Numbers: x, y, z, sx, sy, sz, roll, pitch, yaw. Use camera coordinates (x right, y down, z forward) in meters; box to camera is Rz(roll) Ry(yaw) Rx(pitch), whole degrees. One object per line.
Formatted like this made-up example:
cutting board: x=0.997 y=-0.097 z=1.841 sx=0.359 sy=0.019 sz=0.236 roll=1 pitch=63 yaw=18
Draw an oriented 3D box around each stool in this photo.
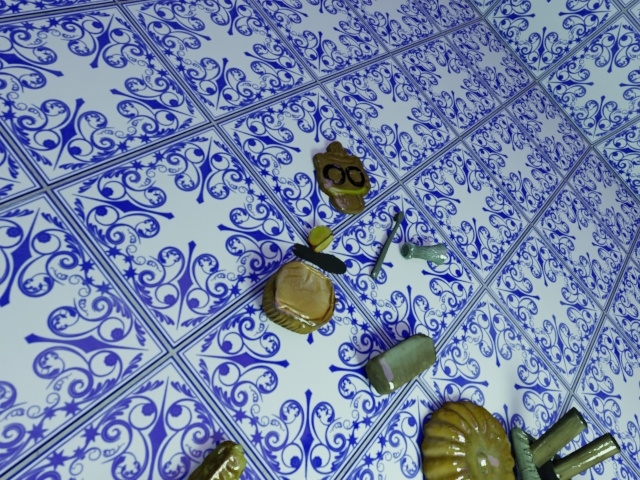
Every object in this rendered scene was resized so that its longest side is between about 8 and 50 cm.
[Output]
stool: x=0.730 y=0.674 z=1.131 sx=0.310 sy=0.226 sz=0.310 roll=37 pitch=31 yaw=-24

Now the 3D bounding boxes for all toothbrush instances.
toothbrush: x=0.226 y=0.011 z=1.369 sx=0.030 sy=0.031 sz=0.297 roll=46 pitch=54 yaw=-25

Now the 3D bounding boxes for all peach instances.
peach: x=0.000 y=0.000 z=1.238 sx=0.078 sy=0.050 sz=0.083 roll=3 pitch=51 yaw=1

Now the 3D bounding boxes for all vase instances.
vase: x=0.353 y=0.041 z=1.395 sx=0.149 sy=0.081 sz=0.080 roll=7 pitch=64 yaw=-22

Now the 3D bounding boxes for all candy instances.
candy: x=0.235 y=0.348 z=1.166 sx=0.234 sy=0.102 sz=0.104 roll=-18 pitch=76 yaw=-32

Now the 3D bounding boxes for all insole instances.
insole: x=-0.001 y=0.058 z=1.238 sx=0.189 sy=0.004 sz=0.064 roll=24 pitch=57 yaw=-16

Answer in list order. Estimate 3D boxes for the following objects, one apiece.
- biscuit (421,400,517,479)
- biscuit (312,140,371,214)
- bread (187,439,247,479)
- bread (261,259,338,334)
biscuit: x=0.431 y=0.623 z=1.143 sx=0.326 sy=0.107 sz=0.325 roll=10 pitch=66 yaw=-23
biscuit: x=0.082 y=-0.224 z=1.398 sx=0.209 sy=0.041 sz=0.289 roll=-1 pitch=68 yaw=-30
bread: x=-0.285 y=0.561 z=0.800 sx=0.367 sy=0.084 sz=0.077 roll=-43 pitch=132 yaw=-37
bread: x=-0.061 y=0.159 z=1.100 sx=0.199 sy=0.104 sz=0.198 roll=15 pitch=58 yaw=-25
